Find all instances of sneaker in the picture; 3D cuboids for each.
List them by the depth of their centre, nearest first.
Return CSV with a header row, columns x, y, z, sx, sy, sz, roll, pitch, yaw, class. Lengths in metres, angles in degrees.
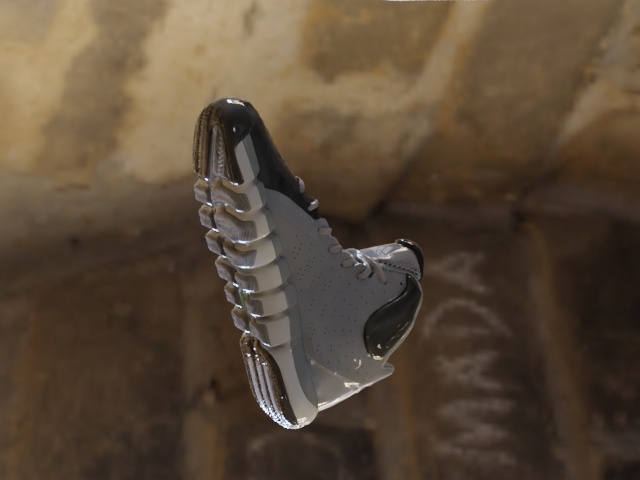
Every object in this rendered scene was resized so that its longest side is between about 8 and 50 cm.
x,y,z,sx,sy,sz,roll,pitch,yaw,class
0.000,0.000,1.162,0.086,0.132,0.229,31,137,60,sneaker
